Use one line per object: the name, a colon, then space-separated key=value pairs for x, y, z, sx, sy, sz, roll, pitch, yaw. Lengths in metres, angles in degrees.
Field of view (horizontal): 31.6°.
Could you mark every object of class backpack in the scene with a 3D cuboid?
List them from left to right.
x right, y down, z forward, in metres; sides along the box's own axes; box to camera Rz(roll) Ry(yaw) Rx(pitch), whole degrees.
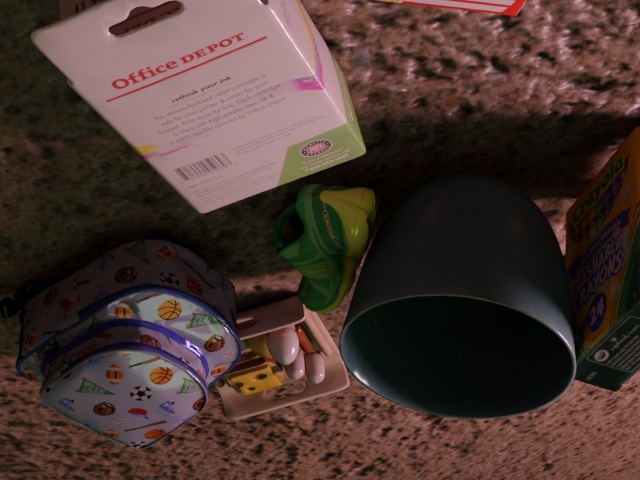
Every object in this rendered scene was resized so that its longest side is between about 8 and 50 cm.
backpack: x=-0.241 y=0.129 z=1.495 sx=0.263 sy=0.213 sz=0.276 roll=-40 pitch=133 yaw=18

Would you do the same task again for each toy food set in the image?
toy food set: x=-0.091 y=0.199 z=1.781 sx=0.220 sy=0.092 sz=0.306 roll=-17 pitch=149 yaw=6

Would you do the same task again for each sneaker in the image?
sneaker: x=0.000 y=0.000 z=1.500 sx=0.123 sy=0.109 sz=0.295 roll=20 pitch=151 yaw=2

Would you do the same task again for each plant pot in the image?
plant pot: x=0.187 y=0.058 z=1.467 sx=0.293 sy=0.235 sz=0.293 roll=8 pitch=144 yaw=6

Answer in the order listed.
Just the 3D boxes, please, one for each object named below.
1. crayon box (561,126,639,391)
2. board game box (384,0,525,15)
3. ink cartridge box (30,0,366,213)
crayon box: x=0.394 y=0.004 z=1.460 sx=0.083 sy=0.323 sz=0.203 roll=17 pitch=143 yaw=-8
board game box: x=0.136 y=-0.291 z=1.091 sx=0.193 sy=0.045 sz=0.147 roll=1 pitch=147 yaw=-22
ink cartridge box: x=-0.113 y=-0.179 z=1.110 sx=0.207 sy=0.119 sz=0.353 roll=-19 pitch=150 yaw=12
